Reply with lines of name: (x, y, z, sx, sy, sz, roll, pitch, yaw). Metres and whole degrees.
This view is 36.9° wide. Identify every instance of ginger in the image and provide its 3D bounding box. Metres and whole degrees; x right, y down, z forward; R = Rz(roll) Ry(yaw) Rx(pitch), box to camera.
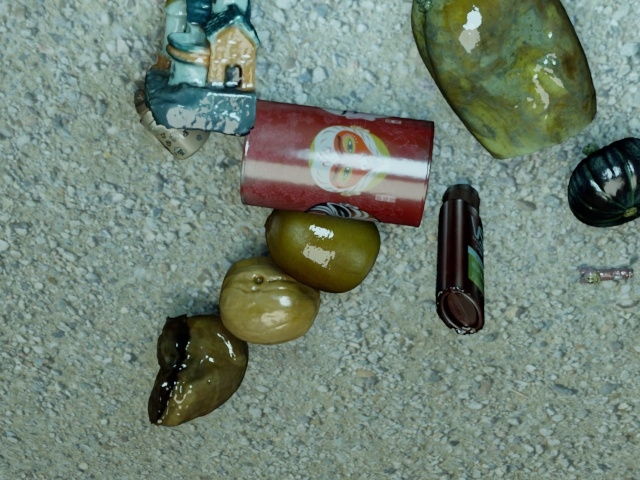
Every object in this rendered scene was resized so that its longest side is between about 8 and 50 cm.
ginger: (-0.273, 0.297, 2.177, 0.223, 0.269, 0.200, 10, 150, -20)

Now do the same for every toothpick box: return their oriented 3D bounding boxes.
toothpick box: (0.031, -0.143, 1.777, 0.333, 0.204, 0.204, 8, 132, 1)

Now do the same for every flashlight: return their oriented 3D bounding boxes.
flashlight: (0.595, 0.073, 1.997, 0.110, 0.031, 0.052, -4, 131, 12)

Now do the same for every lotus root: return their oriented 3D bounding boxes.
lotus root: (0.284, -0.316, 1.557, 0.250, 0.250, 0.346, -23, 128, 26)

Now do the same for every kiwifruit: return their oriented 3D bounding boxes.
kiwifruit: (0.000, 0.000, 1.919, 0.234, 0.196, 0.196, 21, 132, -7)

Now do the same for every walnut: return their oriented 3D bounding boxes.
walnut: (-0.107, 0.125, 2.043, 0.222, 0.195, 0.195, -3, 131, 17)

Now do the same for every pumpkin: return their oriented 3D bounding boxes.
pumpkin: (0.549, -0.103, 1.767, 0.194, 0.150, 0.194, 7, 143, 5)

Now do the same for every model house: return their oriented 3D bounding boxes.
model house: (-0.192, -0.348, 1.625, 0.184, 0.253, 0.291, 6, 114, -13)

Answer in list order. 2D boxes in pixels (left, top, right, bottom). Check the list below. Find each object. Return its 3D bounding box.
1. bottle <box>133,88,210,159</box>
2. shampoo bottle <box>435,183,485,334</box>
bottle: (-0.287, -0.233, 1.819, 0.099, 0.099, 0.152, -26, 122, 28)
shampoo bottle: (0.265, 0.021, 1.804, 0.084, 0.323, 0.129, -18, 125, 24)
